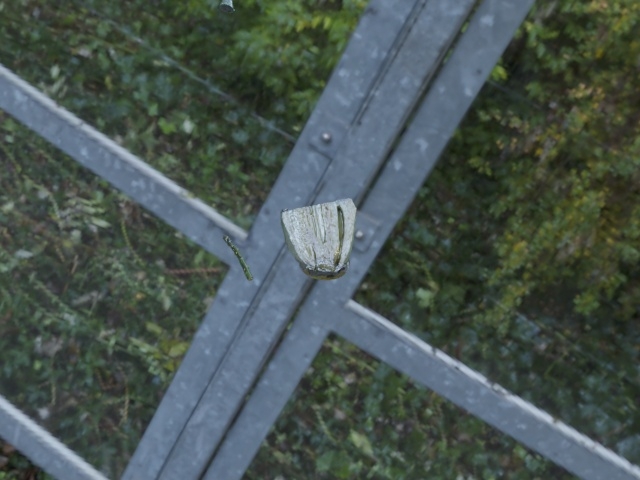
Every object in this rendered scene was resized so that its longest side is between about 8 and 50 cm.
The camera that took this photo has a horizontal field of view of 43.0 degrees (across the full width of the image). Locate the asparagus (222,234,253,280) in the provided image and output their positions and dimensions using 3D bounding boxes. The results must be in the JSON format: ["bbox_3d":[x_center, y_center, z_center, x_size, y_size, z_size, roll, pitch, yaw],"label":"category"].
[{"bbox_3d":[-0.164,0.028,1.588,0.016,0.016,0.163,21,20,-38],"label":"asparagus"}]

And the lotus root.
[{"bbox_3d":[-0.002,0.001,1.521,0.143,0.070,0.144,-3,73,-7],"label":"lotus root"}]

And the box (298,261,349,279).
[{"bbox_3d":[0.008,0.038,1.661,0.106,0.105,0.037,22,49,-17],"label":"box"}]

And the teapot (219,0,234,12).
[{"bbox_3d":[-0.201,-0.552,1.784,0.043,0.043,0.110,15,67,-29],"label":"teapot"}]
